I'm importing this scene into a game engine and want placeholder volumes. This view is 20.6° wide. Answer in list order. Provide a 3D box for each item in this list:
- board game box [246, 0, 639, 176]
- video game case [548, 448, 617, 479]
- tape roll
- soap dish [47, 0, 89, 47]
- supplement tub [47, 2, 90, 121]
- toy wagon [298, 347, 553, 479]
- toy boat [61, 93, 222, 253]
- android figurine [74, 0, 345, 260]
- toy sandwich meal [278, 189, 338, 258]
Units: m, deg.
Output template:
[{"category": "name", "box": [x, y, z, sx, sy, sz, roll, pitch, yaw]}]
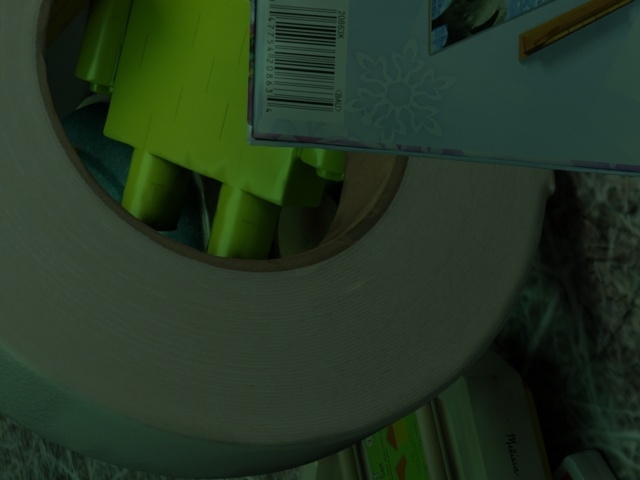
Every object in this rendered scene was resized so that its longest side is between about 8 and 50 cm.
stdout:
[{"category": "board game box", "box": [0.135, -0.181, 0.675, 0.066, 0.318, 0.318, -62, -24, -67]}, {"category": "video game case", "box": [0.179, 0.288, 0.987, 0.285, 0.025, 0.204, 59, 144, 31]}, {"category": "tape roll", "box": [-0.058, -0.069, 0.921, 0.072, 0.392, 0.392, -40, 65, 57]}, {"category": "soap dish", "box": [-0.273, -0.188, 1.203, 0.291, 0.118, 0.229, -43, 58, 23]}, {"category": "supplement tub", "box": [-0.349, -0.190, 1.515, 0.325, 0.235, 0.235, 27, 122, 53]}, {"category": "toy wagon", "box": [0.041, 0.189, 1.117, 0.344, 0.068, 0.267, 133, 131, -58]}, {"category": "toy boat", "box": [-0.160, -0.078, 1.320, 0.267, 0.148, 0.318, 16, 113, 57]}, {"category": "android figurine", "box": [-0.056, -0.127, 1.143, 0.248, 0.056, 0.272, 24, 106, 35]}, {"category": "toy sandwich meal", "box": [0.000, 0.000, 1.197, 0.085, 0.029, 0.085, 16, 109, 53]}]
